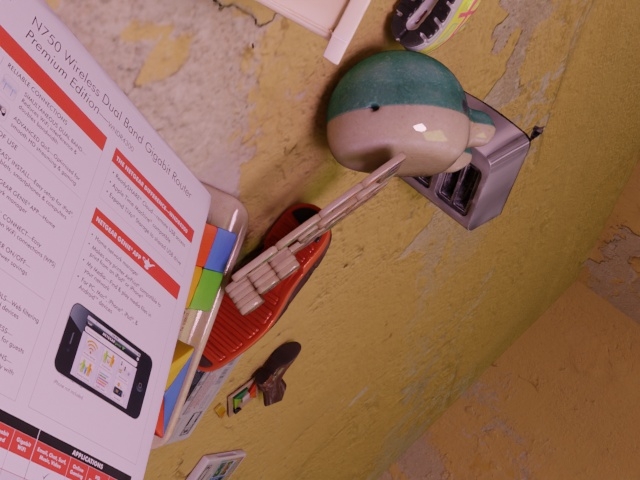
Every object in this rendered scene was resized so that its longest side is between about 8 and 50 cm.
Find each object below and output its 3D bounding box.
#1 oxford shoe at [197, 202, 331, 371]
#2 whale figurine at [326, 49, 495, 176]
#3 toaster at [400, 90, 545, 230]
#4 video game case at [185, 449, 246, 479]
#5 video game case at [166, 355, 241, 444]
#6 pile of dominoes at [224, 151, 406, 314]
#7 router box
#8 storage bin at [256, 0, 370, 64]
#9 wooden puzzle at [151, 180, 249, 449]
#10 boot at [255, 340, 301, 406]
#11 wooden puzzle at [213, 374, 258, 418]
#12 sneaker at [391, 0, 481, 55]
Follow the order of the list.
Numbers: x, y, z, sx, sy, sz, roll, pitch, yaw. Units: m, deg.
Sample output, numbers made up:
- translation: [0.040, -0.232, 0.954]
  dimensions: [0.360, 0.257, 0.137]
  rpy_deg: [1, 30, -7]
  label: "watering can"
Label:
- translation: [-0.074, 0.076, 1.043]
  dimensions: [0.271, 0.097, 0.098]
  rpy_deg: [-47, 161, -6]
  label: "oxford shoe"
- translation: [0.116, -0.154, 0.967]
  dimensions: [0.272, 0.216, 0.141]
  rpy_deg: [11, 76, -64]
  label: "whale figurine"
- translation: [0.218, -0.129, 1.154]
  dimensions: [0.110, 0.168, 0.186]
  rpy_deg: [-31, 150, -33]
  label: "toaster"
- translation: [-0.222, 0.464, 1.419]
  dimensions: [0.157, 0.019, 0.143]
  rpy_deg: [-54, 155, 6]
  label: "video game case"
- translation: [-0.212, 0.234, 1.116]
  dimensions: [0.190, 0.022, 0.173]
  rpy_deg: [-57, 155, 15]
  label: "video game case"
- translation: [0.000, 0.000, 0.904]
  dimensions: [0.251, 0.040, 0.196]
  rpy_deg: [-36, 176, -3]
  label: "pile of dominoes"
- translation: [-0.206, 0.005, 0.443]
  dimensions: [0.335, 0.082, 0.301]
  rpy_deg: [55, 36, -48]
  label: "router box"
- translation: [0.027, -0.293, 0.543]
  dimensions: [0.262, 0.123, 0.260]
  rpy_deg: [-62, -174, 22]
  label: "storage bin"
- translation: [-0.201, 0.079, 0.746]
  dimensions: [0.348, 0.080, 0.322]
  rpy_deg: [22, 88, -63]
  label: "wooden puzzle"
- translation: [-0.068, 0.239, 1.332]
  dimensions: [0.106, 0.037, 0.114]
  rpy_deg: [-40, 149, -17]
  label: "boot"
- translation: [-0.134, 0.273, 1.307]
  dimensions: [0.116, 0.014, 0.079]
  rpy_deg: [-38, 153, -26]
  label: "wooden puzzle"
- translation: [0.171, -0.314, 0.943]
  dimensions: [0.208, 0.081, 0.094]
  rpy_deg: [-45, 162, 3]
  label: "sneaker"
